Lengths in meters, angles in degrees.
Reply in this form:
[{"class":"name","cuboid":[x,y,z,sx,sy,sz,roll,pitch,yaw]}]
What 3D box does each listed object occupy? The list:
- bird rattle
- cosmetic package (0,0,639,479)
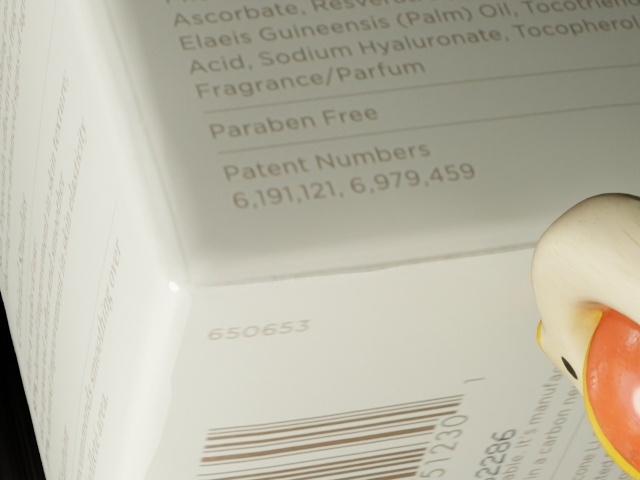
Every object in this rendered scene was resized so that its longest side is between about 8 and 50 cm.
[{"class":"bird rattle","cuboid":[0.142,0.073,0.636,0.207,0.143,0.253,46,177,14]},{"class":"cosmetic package","cuboid":[0.017,-0.054,0.941,0.329,0.327,0.393,106,151,-51]}]
